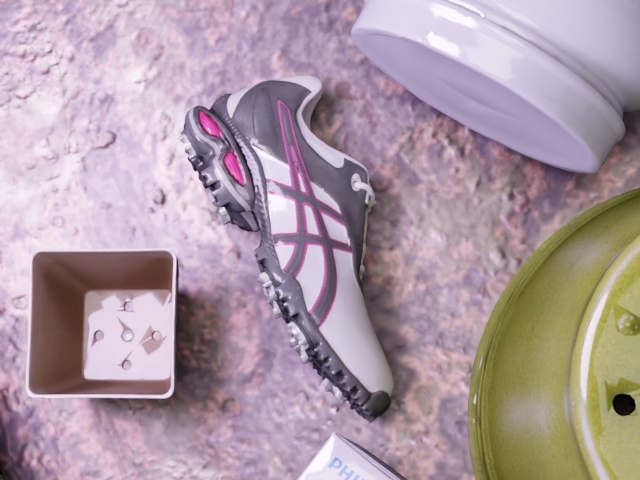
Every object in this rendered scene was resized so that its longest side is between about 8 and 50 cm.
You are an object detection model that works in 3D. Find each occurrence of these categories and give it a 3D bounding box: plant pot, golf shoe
[{"bbox_3d":[-0.154,0.067,1.309,0.109,0.096,0.109,0,80,6],"label":"plant pot"},{"bbox_3d":[0.277,0.108,1.130,0.366,0.353,0.367,-1,81,5],"label":"plant pot"},{"bbox_3d":[0.000,0.000,1.304,0.120,0.105,0.273,-27,80,-6],"label":"golf shoe"}]

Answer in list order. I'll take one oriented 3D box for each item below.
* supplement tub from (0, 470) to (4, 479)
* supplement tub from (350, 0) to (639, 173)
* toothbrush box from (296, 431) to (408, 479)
[{"bbox_3d":[-0.342,0.162,1.259,0.207,0.207,0.338,-22,79,2],"label":"supplement tub"},{"bbox_3d":[0.190,-0.240,1.248,0.241,0.241,0.331,29,86,9],"label":"supplement tub"},{"bbox_3d":[-0.025,0.286,1.203,0.126,0.216,0.295,39,88,10],"label":"toothbrush box"}]
